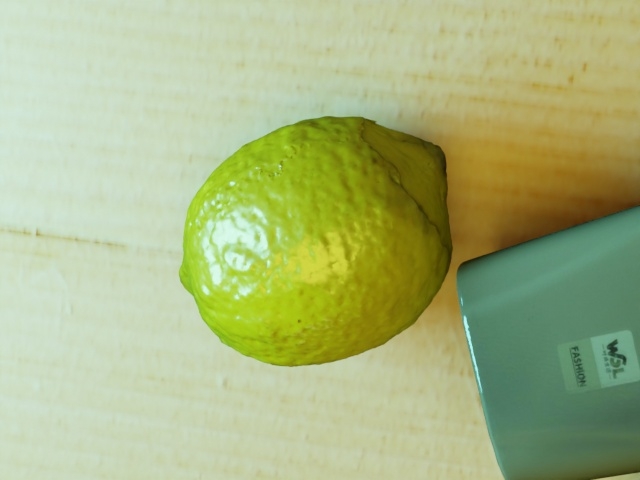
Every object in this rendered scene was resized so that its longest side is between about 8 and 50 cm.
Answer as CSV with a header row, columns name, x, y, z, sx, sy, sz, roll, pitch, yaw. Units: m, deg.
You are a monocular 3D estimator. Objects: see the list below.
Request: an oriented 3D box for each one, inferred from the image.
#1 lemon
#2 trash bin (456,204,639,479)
name,x,y,z,sx,sy,sz,roll,pitch,yaw
lemon,-0.003,0.000,1.199,0.193,0.180,0.181,-4,106,-9
trash bin,0.242,0.063,1.170,0.250,0.219,0.220,-15,81,18
